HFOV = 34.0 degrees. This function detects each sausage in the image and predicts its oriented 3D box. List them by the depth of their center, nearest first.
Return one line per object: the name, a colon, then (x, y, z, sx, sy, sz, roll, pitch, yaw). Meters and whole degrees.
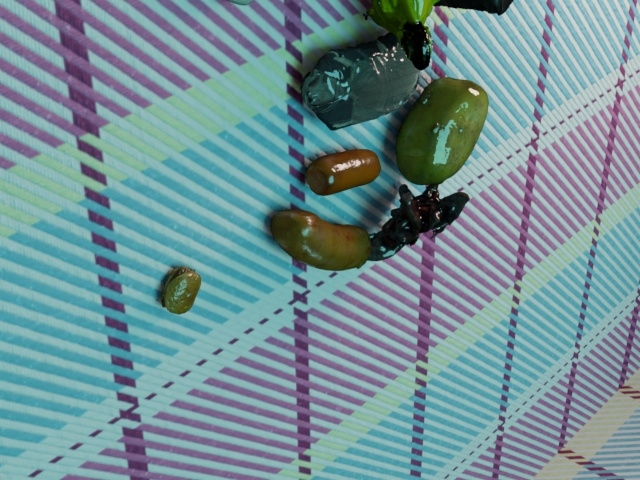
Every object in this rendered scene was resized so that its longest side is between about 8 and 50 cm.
sausage: (0.049, -0.135, 2.029, 0.197, 0.076, 0.076, -18, 125, -49)
sausage: (-0.002, 0.000, 2.030, 0.270, 0.109, 0.109, 20, 95, -56)

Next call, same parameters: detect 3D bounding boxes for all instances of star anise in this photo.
star anise: (0.184, -0.040, 2.183, 0.283, 0.129, 0.212, -38, -177, 30)

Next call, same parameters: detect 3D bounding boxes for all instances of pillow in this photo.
pillow: (0.088, -0.306, 1.952, 0.335, 0.093, 0.161, -27, 126, -41)

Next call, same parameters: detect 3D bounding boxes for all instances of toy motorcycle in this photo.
toy motorcycle: (0.147, -0.483, 1.850, 0.142, 0.206, 0.342, -17, 118, -12)

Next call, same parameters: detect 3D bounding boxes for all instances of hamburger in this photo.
hamburger: (-0.242, 0.086, 1.813, 0.076, 0.044, 0.083, 13, 104, -55)

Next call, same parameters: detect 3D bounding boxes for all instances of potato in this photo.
potato: (0.247, -0.227, 2.165, 0.197, 0.148, 0.228, -18, 128, -63)

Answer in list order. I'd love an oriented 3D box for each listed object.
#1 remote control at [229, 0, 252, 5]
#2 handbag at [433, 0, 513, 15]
remote control: (-0.093, -0.511, 1.610, 0.140, 0.056, 0.296, 25, 92, -54)
handbag: (0.293, -0.549, 2.001, 0.155, 0.169, 0.215, -47, 145, -50)
